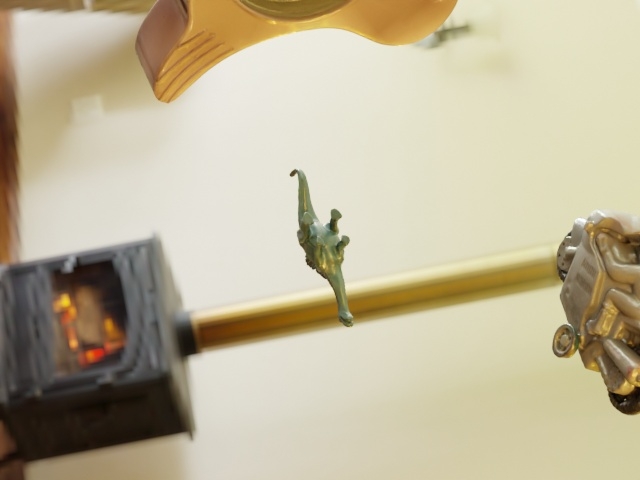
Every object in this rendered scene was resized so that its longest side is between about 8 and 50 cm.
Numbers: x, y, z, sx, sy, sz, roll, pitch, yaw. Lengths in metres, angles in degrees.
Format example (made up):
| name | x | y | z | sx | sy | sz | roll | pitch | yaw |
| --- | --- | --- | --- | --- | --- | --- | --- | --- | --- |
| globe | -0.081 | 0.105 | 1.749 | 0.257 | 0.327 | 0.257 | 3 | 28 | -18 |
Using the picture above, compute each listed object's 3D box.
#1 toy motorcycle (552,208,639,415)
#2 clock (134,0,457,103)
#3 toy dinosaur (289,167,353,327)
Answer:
| name | x | y | z | sx | sy | sz | roll | pitch | yaw |
| --- | --- | --- | --- | --- | --- | --- | --- | --- | --- |
| toy motorcycle | 0.330 | 0.054 | 1.633 | 0.171 | 0.110 | 0.260 | -57 | -148 | 35 |
| clock | -0.039 | -0.228 | 1.297 | 0.275 | 0.290 | 0.080 | 35 | 20 | -38 |
| toy dinosaur | 0.000 | 0.000 | 1.551 | 0.080 | 0.045 | 0.197 | 103 | -29 | -57 |
